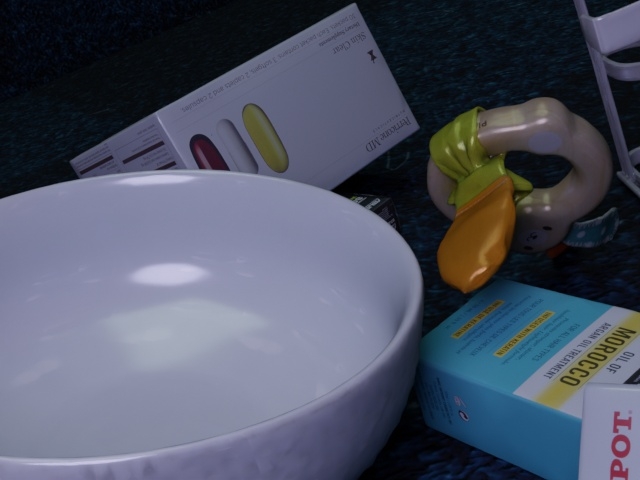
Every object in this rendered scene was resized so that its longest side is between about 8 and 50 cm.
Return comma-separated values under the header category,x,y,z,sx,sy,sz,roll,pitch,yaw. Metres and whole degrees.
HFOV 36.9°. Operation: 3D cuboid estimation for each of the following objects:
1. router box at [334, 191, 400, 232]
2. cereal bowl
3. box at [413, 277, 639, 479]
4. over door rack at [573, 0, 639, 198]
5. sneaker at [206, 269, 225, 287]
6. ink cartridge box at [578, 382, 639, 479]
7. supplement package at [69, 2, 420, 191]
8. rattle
category,x,y,z,sx,sy,sz,roll,pitch,yaw
router box,0.000,0.000,0.884,0.092,0.038,0.122,9,36,45
cereal bowl,-0.107,0.082,0.584,0.338,0.141,0.339,-2,26,1
box,0.167,0.091,0.542,0.100,0.060,0.244,-33,27,-28
over door rack,0.251,-0.101,0.675,0.108,0.240,0.324,-17,23,17
sneaker,-0.130,0.046,0.817,0.228,0.092,0.087,0,32,38
ink cartridge box,0.190,0.126,0.364,0.175,0.072,0.128,-3,72,33
supplement package,-0.073,-0.096,0.958,0.262,0.145,0.204,-37,14,-33
rattle,0.154,0.005,0.658,0.130,0.200,0.143,-24,49,11
